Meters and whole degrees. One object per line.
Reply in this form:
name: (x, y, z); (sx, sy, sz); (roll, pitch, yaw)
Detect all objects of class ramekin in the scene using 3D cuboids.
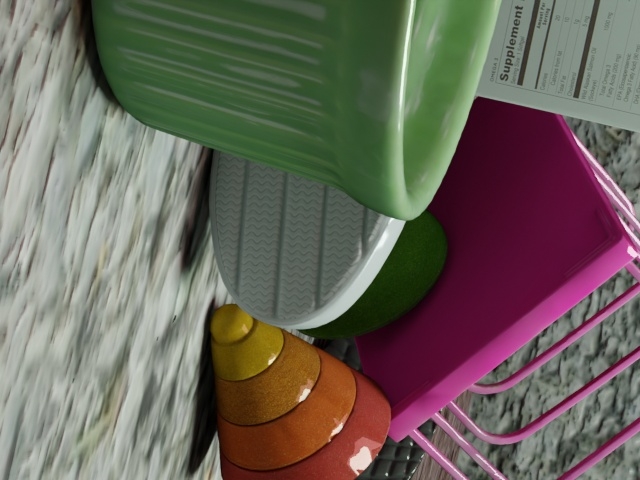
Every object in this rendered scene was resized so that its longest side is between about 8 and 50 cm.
ramekin: (0.005, -0.172, 0.910); (0.303, 0.148, 0.303); (13, 90, -79)

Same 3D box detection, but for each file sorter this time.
file sorter: (0.152, 0.048, 1.398); (0.202, 0.182, 0.290); (-39, -154, 13)

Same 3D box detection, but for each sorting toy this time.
sorting toy: (0.000, 0.000, 1.310); (0.126, 0.127, 0.365); (59, 37, -36)

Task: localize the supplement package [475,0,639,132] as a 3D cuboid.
supplement package: (0.146, -0.201, 1.306); (0.199, 0.263, 0.198); (-43, 145, -72)

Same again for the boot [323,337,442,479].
boot: (0.053, 0.137, 1.676); (0.222, 0.118, 0.338); (97, 15, -57)

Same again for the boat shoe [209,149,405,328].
boat shoe: (0.022, -0.108, 1.150); (0.119, 0.121, 0.335); (35, 66, -74)
